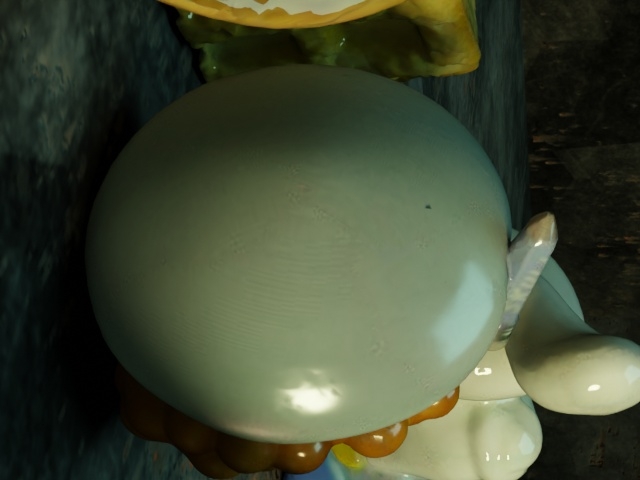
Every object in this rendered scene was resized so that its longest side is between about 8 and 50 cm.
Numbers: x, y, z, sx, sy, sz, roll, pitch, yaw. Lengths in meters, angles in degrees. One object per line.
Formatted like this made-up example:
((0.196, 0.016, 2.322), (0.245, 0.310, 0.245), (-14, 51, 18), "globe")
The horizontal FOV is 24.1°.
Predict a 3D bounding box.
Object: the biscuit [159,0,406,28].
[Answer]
((-0.060, -0.213, 0.597), (0.204, 0.040, 0.309), (-38, 112, -26), "biscuit")

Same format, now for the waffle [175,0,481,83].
((-0.011, -0.168, 0.816), (0.274, 0.168, 0.057), (62, 26, -63), "waffle")

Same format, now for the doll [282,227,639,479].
((0.075, 0.116, 1.114), (0.376, 0.187, 0.365), (-105, -159, -60), "doll")

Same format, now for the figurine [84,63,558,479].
((-0.029, 0.011, 0.865), (0.382, 0.225, 0.205), (178, -109, -79), "figurine")
